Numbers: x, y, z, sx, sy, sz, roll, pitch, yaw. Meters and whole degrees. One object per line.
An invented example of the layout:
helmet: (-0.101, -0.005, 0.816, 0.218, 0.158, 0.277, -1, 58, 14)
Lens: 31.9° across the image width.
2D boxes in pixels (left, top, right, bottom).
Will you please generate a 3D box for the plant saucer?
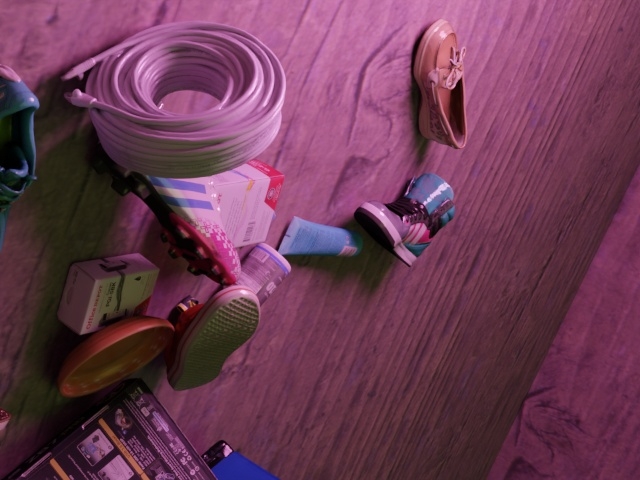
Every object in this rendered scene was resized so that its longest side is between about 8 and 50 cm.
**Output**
plant saucer: (-0.322, 0.175, 1.742, 0.200, 0.037, 0.200, -31, 164, -10)

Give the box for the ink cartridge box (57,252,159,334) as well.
ink cartridge box: (-0.321, 0.080, 1.700, 0.135, 0.056, 0.099, -11, 127, -53)

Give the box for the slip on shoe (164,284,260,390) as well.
slip on shoe: (-0.188, 0.144, 1.808, 0.123, 0.101, 0.331, -11, 158, -26)

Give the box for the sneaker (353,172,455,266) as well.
sneaker: (0.181, -0.062, 2.241, 0.178, 0.124, 0.295, -51, 158, -2)

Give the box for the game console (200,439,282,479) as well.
game console: (-0.235, 0.527, 2.059, 0.293, 0.173, 0.250, -37, 164, -31)

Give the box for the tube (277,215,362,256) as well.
tube: (0.000, 0.000, 2.117, 0.207, 0.052, 0.080, 7, 107, -52)

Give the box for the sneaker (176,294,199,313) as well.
sneaker: (-0.215, 0.123, 1.922, 0.035, 0.031, 0.083, -51, 150, -13)

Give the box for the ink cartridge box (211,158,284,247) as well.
ink cartridge box: (-0.153, -0.056, 1.806, 0.175, 0.072, 0.127, -12, 127, -52)

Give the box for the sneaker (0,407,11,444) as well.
sneaker: (-0.525, 0.298, 1.588, 0.192, 0.064, 0.086, -9, 120, -57)

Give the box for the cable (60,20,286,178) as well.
cable: (-0.175, -0.185, 1.470, 0.257, 0.257, 0.089, -39, 150, -30)

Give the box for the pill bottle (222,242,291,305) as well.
pill bottle: (-0.122, 0.077, 1.971, 0.137, 0.078, 0.078, -50, 149, -14)

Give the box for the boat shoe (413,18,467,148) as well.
boat shoe: (0.245, -0.299, 2.155, 0.104, 0.089, 0.285, -43, 147, -24)

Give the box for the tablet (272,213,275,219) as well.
tablet: (-0.112, -0.032, 1.958, 0.083, 0.006, 0.054, -45, 148, -23)

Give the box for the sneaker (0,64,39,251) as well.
sneaker: (-0.406, -0.079, 1.372, 0.107, 0.110, 0.275, -19, 133, -48)

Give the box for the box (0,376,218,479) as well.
box: (-0.304, 0.471, 1.804, 0.318, 0.395, 0.097, -41, -170, -30)

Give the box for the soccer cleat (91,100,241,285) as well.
soccer cleat: (-0.191, -0.068, 1.636, 0.143, 0.116, 0.331, -55, 133, -21)
